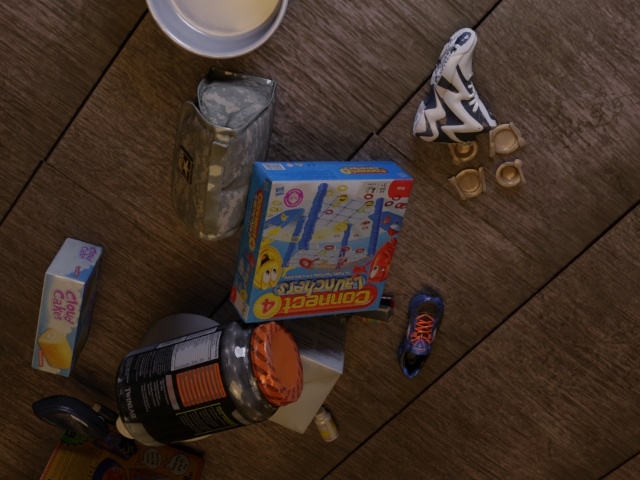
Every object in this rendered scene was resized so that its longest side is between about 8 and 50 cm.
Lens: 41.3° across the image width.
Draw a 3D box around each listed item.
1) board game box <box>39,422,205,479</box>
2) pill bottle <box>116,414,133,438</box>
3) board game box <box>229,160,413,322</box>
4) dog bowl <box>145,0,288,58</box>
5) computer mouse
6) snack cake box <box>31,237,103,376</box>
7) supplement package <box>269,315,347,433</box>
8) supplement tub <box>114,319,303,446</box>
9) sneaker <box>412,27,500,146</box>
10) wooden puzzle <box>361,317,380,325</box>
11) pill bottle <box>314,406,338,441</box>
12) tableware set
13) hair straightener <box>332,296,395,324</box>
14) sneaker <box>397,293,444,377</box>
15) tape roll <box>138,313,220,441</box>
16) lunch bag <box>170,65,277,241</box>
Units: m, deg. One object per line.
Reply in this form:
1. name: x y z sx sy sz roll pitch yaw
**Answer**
1. board game box: -0.534 0.709 2.060 0.356 0.356 0.356 23 122 -7
2. pill bottle: -0.429 0.398 2.019 0.078 0.137 0.078 2 119 4
3. board game box: 0.000 0.000 1.645 0.308 0.086 0.302 -4 121 -28
4. dog bowl: -0.183 -0.472 1.542 0.264 0.104 0.265 2 118 4
5. computer mouse: -0.547 0.408 2.018 0.262 0.184 0.060 28 95 -16
6. snack cake box: -0.561 0.149 1.887 0.089 0.152 0.264 16 119 -4
7. supplement package: -0.052 0.271 1.879 0.149 0.203 0.194 26 117 -9
8. supplement tub: -0.219 0.279 1.692 0.338 0.207 0.207 -17 116 19
9. sneaker: 0.284 -0.277 1.614 0.153 0.094 0.235 18 119 -6
10. wooden puzzle: 0.127 0.163 1.916 0.083 0.006 0.049 -37 110 22
11. pill bottle: 0.011 0.444 2.058 0.043 0.043 0.083 -17 116 14
12. tableware set: 0.336 -0.158 1.715 0.168 0.020 0.141 -14 116 13
13. hair straightener: 0.047 0.142 1.861 0.230 0.089 0.047 12 118 2
14. sneaker: 0.226 0.215 1.890 0.083 0.087 0.221 9 119 0
15. tape roll: -0.313 0.313 1.945 0.246 0.169 0.246 3 119 5
16. lunch bag: -0.189 -0.164 1.607 0.168 0.287 0.235 12 120 -2
